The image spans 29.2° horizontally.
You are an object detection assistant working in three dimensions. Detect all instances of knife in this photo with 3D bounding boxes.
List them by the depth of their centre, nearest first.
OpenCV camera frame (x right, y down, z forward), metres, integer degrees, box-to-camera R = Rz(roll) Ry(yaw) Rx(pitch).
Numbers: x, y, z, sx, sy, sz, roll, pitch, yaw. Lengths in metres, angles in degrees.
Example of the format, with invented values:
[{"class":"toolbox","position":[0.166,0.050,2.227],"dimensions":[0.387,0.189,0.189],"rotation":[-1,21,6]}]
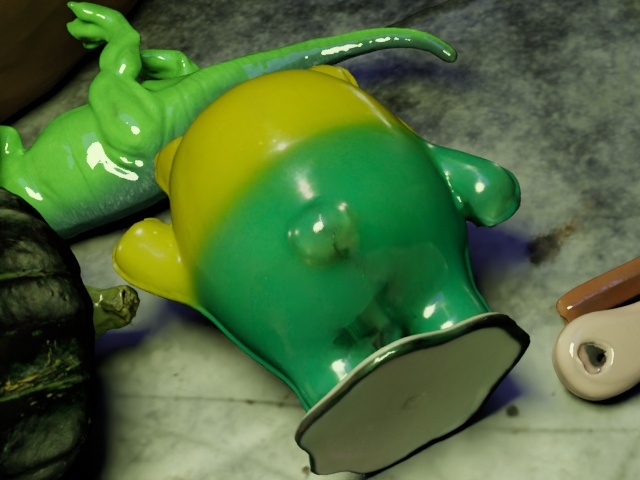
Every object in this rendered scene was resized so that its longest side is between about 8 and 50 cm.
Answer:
[{"class":"knife","position":[0.333,0.024,1.017],"dimensions":[0.336,0.043,0.081],"rotation":[-30,78,-12]}]

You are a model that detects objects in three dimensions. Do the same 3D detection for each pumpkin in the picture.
[{"class":"pumpkin","position":[-0.290,0.084,1.016],"dimensions":[0.296,0.296,0.295],"rotation":[-7,52,10]}]

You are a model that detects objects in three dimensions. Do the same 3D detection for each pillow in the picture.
[{"class":"pillow","position":[-0.290,-0.272,1.261],"dimensions":[0.108,0.308,0.305],"rotation":[37,66,16]}]

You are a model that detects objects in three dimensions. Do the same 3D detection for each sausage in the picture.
[{"class":"sausage","position":[0.266,0.032,1.038],"dimensions":[0.147,0.035,0.030],"rotation":[-24,81,-6]}]

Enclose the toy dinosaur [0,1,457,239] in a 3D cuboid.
[{"class":"toy dinosaur","position":[-0.146,-0.065,1.161],"dimensions":[0.500,0.144,0.374],"rotation":[2,59,23]}]

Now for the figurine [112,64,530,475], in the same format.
[{"class":"figurine","position":[0.000,0.000,1.013],"dimensions":[0.324,0.231,0.340],"rotation":[-31,57,-3]}]
